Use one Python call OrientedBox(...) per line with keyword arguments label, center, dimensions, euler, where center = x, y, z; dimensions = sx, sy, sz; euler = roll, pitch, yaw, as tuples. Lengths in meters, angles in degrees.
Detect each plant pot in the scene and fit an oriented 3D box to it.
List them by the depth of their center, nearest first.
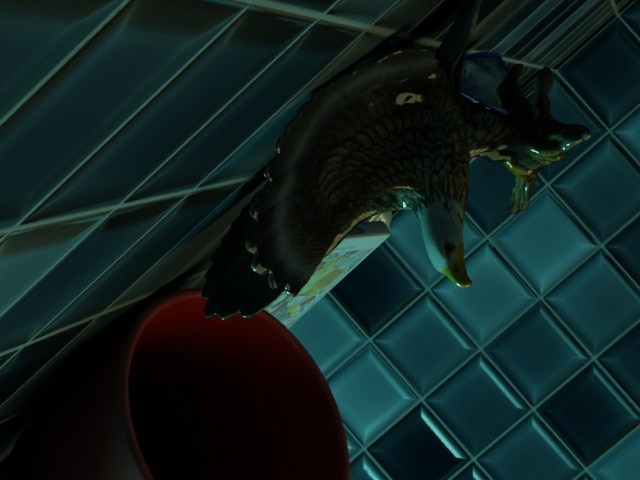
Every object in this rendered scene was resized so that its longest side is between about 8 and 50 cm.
OrientedBox(label="plant pot", center=(-0.151, 0.211, 1.566), dimensions=(0.243, 0.275, 0.275), euler=(-29, -175, 39))

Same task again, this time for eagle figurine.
OrientedBox(label="eagle figurine", center=(0.051, -0.053, 1.288), dimensions=(0.298, 0.225, 0.226), euler=(-11, 123, -14))

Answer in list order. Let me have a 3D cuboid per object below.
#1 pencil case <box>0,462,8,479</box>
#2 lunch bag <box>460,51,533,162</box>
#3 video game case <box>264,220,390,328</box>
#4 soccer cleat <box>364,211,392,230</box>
OrientedBox(label="pencil case", center=(-0.225, 0.225, 1.825), dimensions=(0.306, 0.133, 0.119), euler=(-40, -159, -7))
OrientedBox(label="lunch bag", center=(0.127, -0.123, 1.681), dimensions=(0.129, 0.096, 0.151), euler=(-40, 163, 29))
OrientedBox(label="video game case", center=(-0.048, 0.056, 1.993), dimensions=(0.227, 0.026, 0.206), euler=(-43, 159, 31))
OrientedBox(label="soccer cleat", center=(0.000, 0.000, 2.082), dimensions=(0.196, 0.068, 0.076), euler=(-33, 146, 16))
